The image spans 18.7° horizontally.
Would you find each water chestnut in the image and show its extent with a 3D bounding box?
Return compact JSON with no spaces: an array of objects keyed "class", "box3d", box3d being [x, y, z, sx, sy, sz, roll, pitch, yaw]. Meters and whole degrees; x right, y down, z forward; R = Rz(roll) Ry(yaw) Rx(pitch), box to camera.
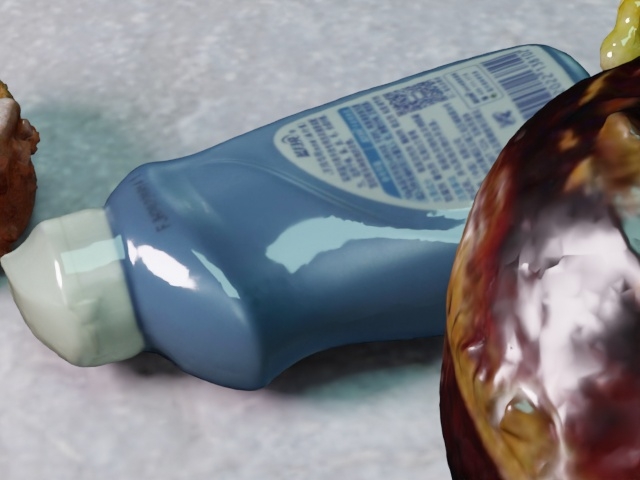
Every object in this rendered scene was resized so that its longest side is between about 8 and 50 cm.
[{"class":"water chestnut","box3d":[0.186,0.033,0.697,0.300,0.300,0.300,-3,39,3]}]

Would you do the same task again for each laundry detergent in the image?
[{"class":"laundry detergent","box3d":[0.000,0.000,0.906,0.290,0.094,0.143,-16,46,-8]}]

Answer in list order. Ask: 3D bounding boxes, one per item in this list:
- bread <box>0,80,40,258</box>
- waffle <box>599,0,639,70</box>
[{"class":"bread","box3d":[-0.221,-0.034,0.980,0.161,0.073,0.160,-2,36,2]},{"class":"waffle","box3d":[0.312,-0.151,1.035,0.329,0.062,0.329,-12,34,8]}]
